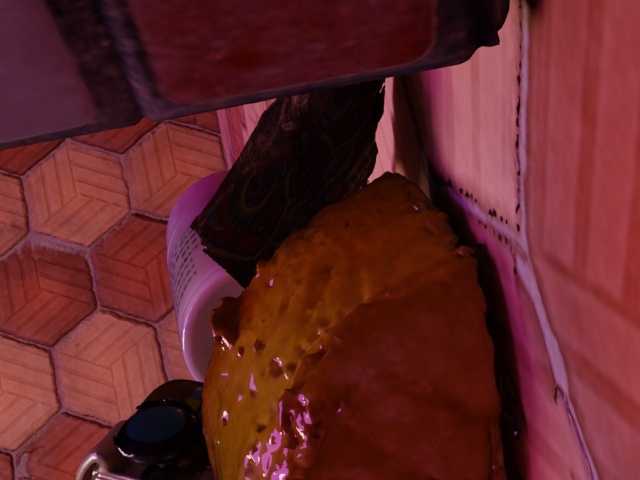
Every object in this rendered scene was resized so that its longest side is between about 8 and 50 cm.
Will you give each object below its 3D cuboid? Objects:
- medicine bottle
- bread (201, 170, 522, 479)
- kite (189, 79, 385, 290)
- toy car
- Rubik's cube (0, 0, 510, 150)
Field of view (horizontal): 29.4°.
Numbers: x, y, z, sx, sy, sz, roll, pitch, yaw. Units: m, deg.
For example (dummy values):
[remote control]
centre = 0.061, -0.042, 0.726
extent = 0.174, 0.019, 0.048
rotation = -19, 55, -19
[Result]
[medicine bottle]
centre = -0.070, 0.039, 1.185
extent = 0.254, 0.152, 0.152
rotation = -115, 14, -66
[bread]
centre = 0.012, 0.111, 0.588
extent = 0.160, 0.147, 0.261
rotation = -114, 12, -51
[kite]
centre = 0.000, 0.000, 0.666
extent = 0.015, 0.152, 0.285
rotation = 31, 158, 23
[toy car]
centre = -0.031, 0.180, 0.897
extent = 0.198, 0.247, 0.204
rotation = -47, -44, -48
[Rubik's cube]
centre = -0.149, -0.247, 0.315
extent = 0.362, 0.363, 0.359
rotation = 78, 179, -61
